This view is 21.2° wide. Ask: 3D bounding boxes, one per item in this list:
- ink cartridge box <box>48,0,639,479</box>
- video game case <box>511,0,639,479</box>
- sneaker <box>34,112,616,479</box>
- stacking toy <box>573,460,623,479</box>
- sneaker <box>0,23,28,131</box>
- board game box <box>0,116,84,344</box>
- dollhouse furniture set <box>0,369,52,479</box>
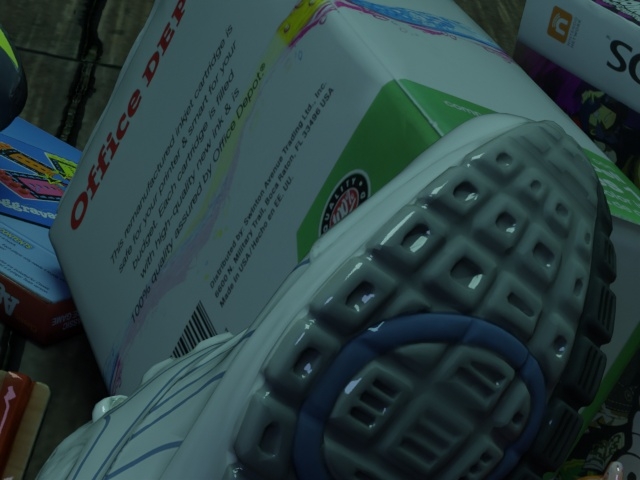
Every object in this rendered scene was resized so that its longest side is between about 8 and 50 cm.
[{"bbox_3d":[0.000,0.000,0.712,0.117,0.201,0.278,17,23,-30],"label":"ink cartridge box"},{"bbox_3d":[0.142,0.028,0.729,0.041,0.232,0.210,-7,32,-35],"label":"video game case"},{"bbox_3d":[-0.031,0.073,0.517,0.111,0.297,0.129,46,-7,-34],"label":"sneaker"},{"bbox_3d":[0.113,0.149,0.590,0.165,0.175,0.302,9,10,0],"label":"stacking toy"},{"bbox_3d":[-0.298,-0.082,0.868,0.299,0.111,0.121,7,50,4],"label":"sneaker"},{"bbox_3d":[-0.195,-0.033,0.929,0.281,0.027,0.145,28,30,29],"label":"board game box"},{"bbox_3d":[-0.172,0.033,0.530,0.135,0.262,0.259,16,-15,3],"label":"dollhouse furniture set"}]
